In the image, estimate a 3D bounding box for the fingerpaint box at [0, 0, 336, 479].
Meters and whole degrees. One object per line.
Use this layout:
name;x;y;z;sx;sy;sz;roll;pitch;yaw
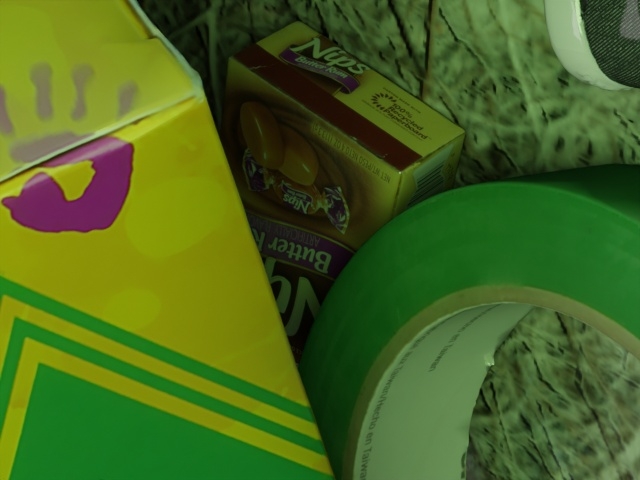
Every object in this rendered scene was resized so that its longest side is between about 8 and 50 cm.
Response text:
fingerpaint box;-0.161;-0.027;0.758;0.445;0.163;0.371;55;168;40

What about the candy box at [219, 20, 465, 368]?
candy box;0.000;0.000;0.886;0.109;0.053;0.186;36;139;26

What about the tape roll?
tape roll;0.114;0.131;0.752;0.321;0.077;0.321;13;108;47

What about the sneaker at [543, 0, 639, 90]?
sneaker;0.139;-0.154;0.565;0.121;0.079;0.217;7;99;47
